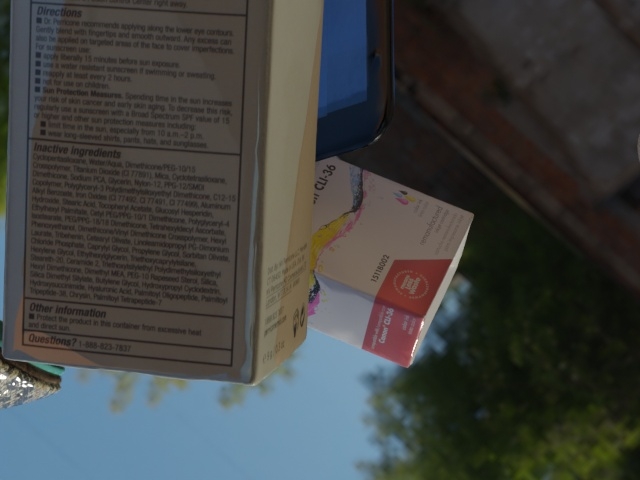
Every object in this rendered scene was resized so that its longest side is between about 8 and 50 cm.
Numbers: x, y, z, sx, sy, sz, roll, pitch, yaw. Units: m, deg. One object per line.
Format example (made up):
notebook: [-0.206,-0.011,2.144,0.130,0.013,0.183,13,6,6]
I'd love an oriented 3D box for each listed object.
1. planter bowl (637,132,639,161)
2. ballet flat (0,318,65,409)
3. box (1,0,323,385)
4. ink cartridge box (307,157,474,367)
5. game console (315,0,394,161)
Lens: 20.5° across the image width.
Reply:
planter bowl: [0.416,-0.087,1.778,0.162,0.109,0.162,21,-134,-24]
ballet flat: [-0.442,0.093,1.857,0.164,0.182,0.483,35,168,30]
box: [-0.079,-0.092,0.934,0.148,0.311,0.121,7,-170,12]
ink cartridge box: [0.000,0.000,1.320,0.198,0.067,0.115,22,-131,8]
game console: [-0.090,-0.196,1.287,0.250,0.293,0.173,3,164,-13]
